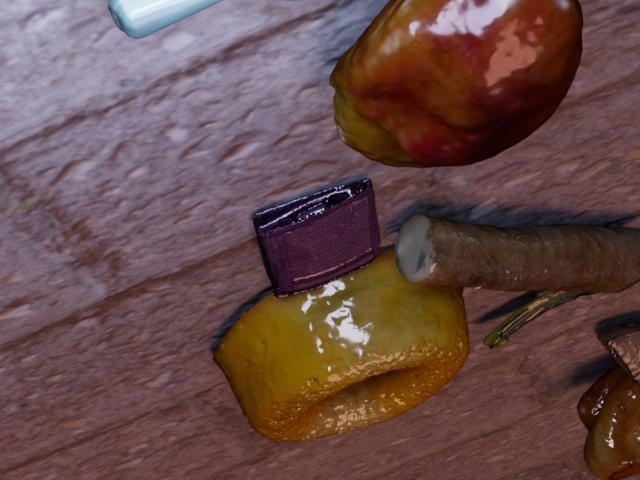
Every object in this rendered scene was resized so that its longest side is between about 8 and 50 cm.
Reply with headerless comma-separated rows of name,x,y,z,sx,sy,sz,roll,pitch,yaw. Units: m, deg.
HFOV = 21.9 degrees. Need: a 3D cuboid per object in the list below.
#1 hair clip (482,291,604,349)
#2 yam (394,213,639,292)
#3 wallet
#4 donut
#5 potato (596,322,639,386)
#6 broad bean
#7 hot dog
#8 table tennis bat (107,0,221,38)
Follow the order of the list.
hair clip,0.266,0.070,1.876,0.188,0.033,0.060,-29,159,15
yam,0.205,0.015,1.646,0.356,0.081,0.081,4,148,-43
wallet,0.000,0.001,1.489,0.111,0.030,0.166,-18,158,-3
donut,0.032,0.117,1.684,0.277,0.108,0.277,-17,158,-7
potato,0.420,0.134,2.130,0.100,0.089,0.172,-43,122,5
broad bean,0.096,-0.121,1.166,0.156,0.122,0.228,-6,151,-37
hot dog,0.469,0.221,2.248,0.256,0.153,0.150,-16,162,-5
table tennis bat,-0.021,-0.185,1.034,0.237,0.038,0.149,-24,160,-2
